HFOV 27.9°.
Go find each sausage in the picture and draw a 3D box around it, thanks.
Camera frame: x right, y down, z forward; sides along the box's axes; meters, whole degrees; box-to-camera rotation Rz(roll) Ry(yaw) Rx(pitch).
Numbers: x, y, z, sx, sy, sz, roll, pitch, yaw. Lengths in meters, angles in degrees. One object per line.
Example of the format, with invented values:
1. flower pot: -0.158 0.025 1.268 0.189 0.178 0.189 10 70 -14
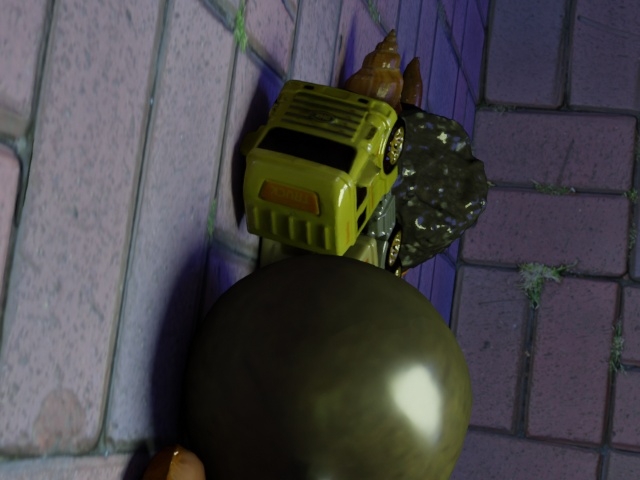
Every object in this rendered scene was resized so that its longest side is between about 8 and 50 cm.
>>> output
1. sausage: -0.150 0.340 1.418 0.089 0.083 0.300 -62 153 -44

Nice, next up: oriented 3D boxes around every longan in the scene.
1. longan: 0.005 0.193 1.477 0.361 0.361 0.361 6 90 -77

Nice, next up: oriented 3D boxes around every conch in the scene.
1. conch: 0.064 -0.190 2.120 0.330 0.093 0.109 -67 163 14

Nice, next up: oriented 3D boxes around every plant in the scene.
1. plant: 0.106 -0.052 2.034 0.213 0.215 0.312 61 -31 2

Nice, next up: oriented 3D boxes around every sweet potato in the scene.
1. sweet potato: 0.172 -0.243 2.615 0.057 0.057 0.265 16 85 -77

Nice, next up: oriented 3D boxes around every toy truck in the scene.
1. toy truck: 0.000 0.000 1.712 0.405 0.180 0.254 87 23 -46

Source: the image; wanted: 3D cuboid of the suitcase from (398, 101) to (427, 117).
1. suitcase: 0.152 -0.115 2.453 0.206 0.066 0.286 -110 -156 -79

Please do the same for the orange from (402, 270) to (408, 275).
1. orange: 0.109 0.017 2.309 0.135 0.117 0.136 -161 -90 -86
